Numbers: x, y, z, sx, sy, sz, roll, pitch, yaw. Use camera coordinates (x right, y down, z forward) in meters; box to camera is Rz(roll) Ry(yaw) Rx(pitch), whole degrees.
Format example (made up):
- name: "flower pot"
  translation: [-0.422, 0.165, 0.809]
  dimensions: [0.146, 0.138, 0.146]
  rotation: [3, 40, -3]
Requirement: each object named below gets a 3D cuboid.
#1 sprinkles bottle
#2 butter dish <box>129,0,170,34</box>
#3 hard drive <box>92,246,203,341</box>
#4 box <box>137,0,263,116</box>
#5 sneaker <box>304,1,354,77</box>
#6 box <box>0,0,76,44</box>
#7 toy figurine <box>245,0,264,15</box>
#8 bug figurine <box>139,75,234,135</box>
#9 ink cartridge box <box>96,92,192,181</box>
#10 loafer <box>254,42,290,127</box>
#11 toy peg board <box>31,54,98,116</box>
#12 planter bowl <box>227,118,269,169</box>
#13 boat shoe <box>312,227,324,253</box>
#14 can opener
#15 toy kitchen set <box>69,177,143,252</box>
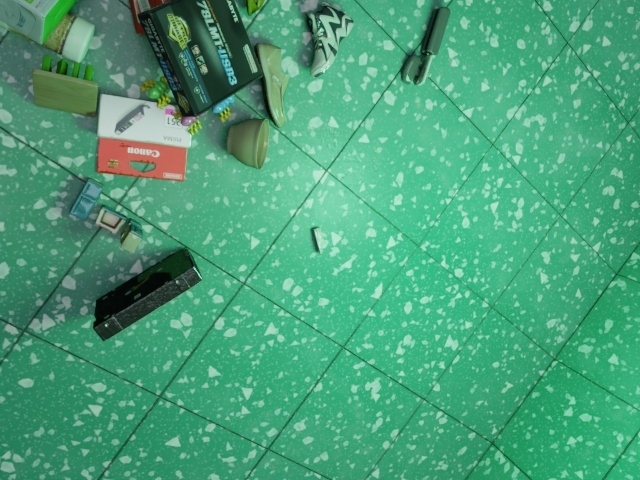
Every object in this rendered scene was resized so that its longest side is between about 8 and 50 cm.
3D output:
- name: "sprinkles bottle"
  translation: [-0.799, -0.608, 1.412]
  dimensions: [0.355, 0.121, 0.121]
  rotation: [23, 96, -24]
- name: "butter dish"
  translation: [-0.458, -0.685, 1.527]
  dimensions: [0.159, 0.118, 0.160]
  rotation: [0, 109, 23]
- name: "hard drive"
  translation: [-0.539, 0.158, 1.658]
  dimensions: [0.338, 0.237, 0.064]
  rotation: [-33, 114, -10]
- name: "box"
  translation: [-0.328, -0.549, 1.512]
  dimensions: [0.293, 0.073, 0.296]
  rotation: [-43, 127, -34]
- name: "sneaker"
  translation: [-0.008, -0.657, 1.711]
  dimensions: [0.153, 0.094, 0.235]
  rotation: [31, 92, -24]
- name: "box"
  translation: [-0.735, -0.674, 1.321]
  dimensions: [0.231, 0.126, 0.262]
  rotation: [29, 61, -20]
- name: "toy figurine"
  translation: [-0.132, -0.870, 1.561]
  dimensions: [0.217, 0.191, 0.363]
  rotation: [-15, 110, -21]
- name: "bug figurine"
  translation: [-0.393, -0.451, 1.590]
  dimensions: [0.279, 0.072, 0.216]
  rotation: [43, 65, -17]
- name: "ink cartridge box"
  translation: [-0.539, -0.308, 1.627]
  dimensions: [0.274, 0.060, 0.239]
  rotation: [4, 102, -22]
- name: "loafer"
  translation: [-0.141, -0.498, 1.700]
  dimensions: [0.092, 0.102, 0.269]
  rotation: [-15, 109, -10]
- name: "toy peg board"
  translation: [-0.712, -0.437, 1.494]
  dimensions: [0.161, 0.160, 0.079]
  rotation: [8, 68, -22]
- name: "planter bowl"
  translation: [-0.235, -0.316, 1.698]
  dimensions: [0.109, 0.162, 0.162]
  rotation: [11, 102, 4]
- name: "boat shoe"
  translation: [0.000, 0.000, 1.929]
  dimensions: [0.035, 0.035, 0.100]
  rotation: [-17, 103, -13]
- name: "can opener"
  translation: [0.374, -0.679, 1.859]
  dimensions: [0.093, 0.074, 0.281]
  rotation: [18, 97, -23]
- name: "toy kitchen set"
  translation: [-0.632, -0.076, 1.596]
  dimensions: [0.207, 0.166, 0.122]
  rotation: [29, 93, -25]
